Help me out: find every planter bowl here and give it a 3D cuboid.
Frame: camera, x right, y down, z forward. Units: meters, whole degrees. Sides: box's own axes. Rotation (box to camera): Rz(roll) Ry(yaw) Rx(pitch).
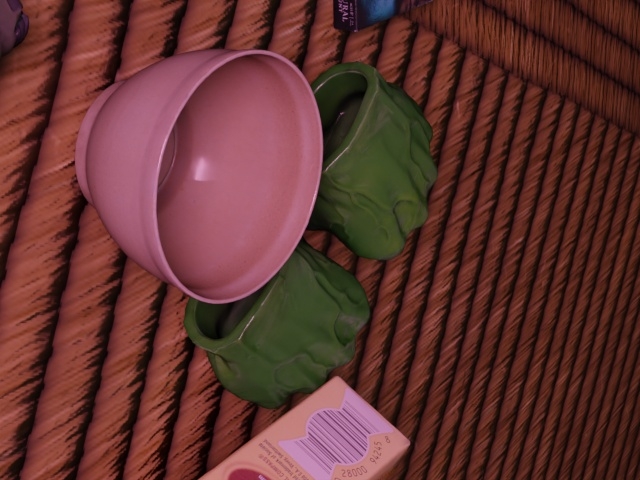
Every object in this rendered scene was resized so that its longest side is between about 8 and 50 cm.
[{"bbox_3d":[-0.089,-0.050,0.758,0.162,0.109,0.162,-26,124,-48],"label":"planter bowl"}]

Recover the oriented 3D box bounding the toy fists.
[{"bbox_3d":[0.000,0.000,0.925,0.142,0.096,0.279,42,70,-45],"label":"toy fists"}]

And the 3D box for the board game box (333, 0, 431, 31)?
[{"bbox_3d":[0.054,-0.275,0.943,0.126,0.026,0.186,-31,128,-45],"label":"board game box"}]

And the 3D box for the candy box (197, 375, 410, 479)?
[{"bbox_3d":[-0.082,0.248,0.853,0.316,0.087,0.183,-30,155,-45],"label":"candy box"}]

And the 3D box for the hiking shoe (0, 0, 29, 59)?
[{"bbox_3d":[-0.230,-0.127,0.545,0.227,0.086,0.114,49,60,-52],"label":"hiking shoe"}]
